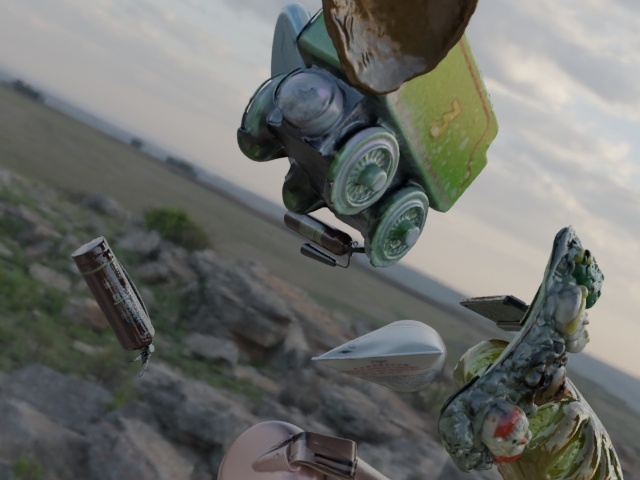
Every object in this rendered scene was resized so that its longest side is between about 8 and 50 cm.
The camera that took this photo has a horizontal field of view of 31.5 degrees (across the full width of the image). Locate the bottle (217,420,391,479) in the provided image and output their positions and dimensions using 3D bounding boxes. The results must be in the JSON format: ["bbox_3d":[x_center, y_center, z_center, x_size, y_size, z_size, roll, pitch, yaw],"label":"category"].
[{"bbox_3d":[0.009,0.343,1.484,0.206,0.173,0.297,-21,-45,29],"label":"bottle"}]

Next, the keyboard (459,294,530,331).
[{"bbox_3d":[0.281,0.111,1.696,0.100,0.018,0.310,30,-6,-2],"label":"keyboard"}]

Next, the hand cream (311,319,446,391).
[{"bbox_3d":[0.080,0.127,1.253,0.133,0.083,0.248,-6,-8,11],"label":"hand cream"}]

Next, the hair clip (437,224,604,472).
[{"bbox_3d":[0.258,0.134,1.321,0.091,0.321,0.138,18,-26,39],"label":"hair clip"}]

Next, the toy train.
[{"bbox_3d":[0.062,-0.126,1.255,0.173,0.249,0.307,35,-11,32],"label":"toy train"}]

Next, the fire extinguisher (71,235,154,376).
[{"bbox_3d":[-0.226,0.072,1.283,0.043,0.158,0.064,-13,24,28],"label":"fire extinguisher"}]

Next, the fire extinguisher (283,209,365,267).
[{"bbox_3d":[0.000,0.000,1.355,0.035,0.049,0.173,45,-8,-29],"label":"fire extinguisher"}]

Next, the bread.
[{"bbox_3d":[0.321,0.286,1.633,0.333,0.160,0.333,59,-3,6],"label":"bread"}]

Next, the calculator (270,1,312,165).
[{"bbox_3d":[-0.026,-0.177,1.417,0.042,0.188,0.303,-12,-19,-10],"label":"calculator"}]

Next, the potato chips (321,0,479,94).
[{"bbox_3d":[0.070,-0.226,1.019,0.049,0.150,0.202,60,-6,36],"label":"potato chips"}]
